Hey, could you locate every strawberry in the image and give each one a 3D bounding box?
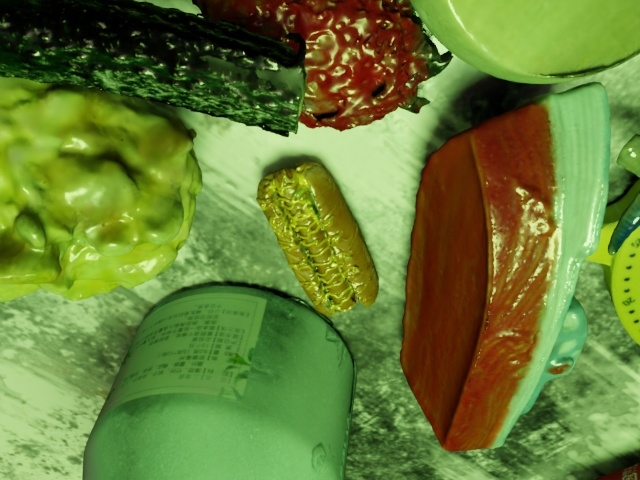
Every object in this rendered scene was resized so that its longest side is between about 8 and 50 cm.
[{"bbox_3d":[-0.003,-0.141,0.437,0.140,0.085,0.192,-25,119,25],"label":"strawberry"}]

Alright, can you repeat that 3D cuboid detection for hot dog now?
[{"bbox_3d":[0.000,0.000,0.567,0.071,0.045,0.165,-14,126,18],"label":"hot dog"}]

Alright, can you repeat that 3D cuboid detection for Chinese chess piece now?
[{"bbox_3d":[0.135,-0.185,0.366,0.189,0.083,0.188,-4,118,-8],"label":"Chinese chess piece"}]

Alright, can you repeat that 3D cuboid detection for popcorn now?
[{"bbox_3d":[-0.186,-0.040,0.472,0.187,0.185,0.167,40,112,17],"label":"popcorn"}]

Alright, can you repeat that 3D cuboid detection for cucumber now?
[{"bbox_3d":[-0.126,-0.117,0.386,0.245,0.067,0.067,14,128,2],"label":"cucumber"}]

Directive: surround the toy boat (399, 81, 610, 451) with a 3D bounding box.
[{"bbox_3d":[0.156,0.028,0.521,0.133,0.145,0.331,-11,131,-13],"label":"toy boat"}]

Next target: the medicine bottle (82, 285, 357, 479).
[{"bbox_3d":[-0.095,0.221,0.594,0.245,0.290,0.244,3,128,4],"label":"medicine bottle"}]

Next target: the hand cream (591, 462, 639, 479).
[{"bbox_3d":[0.373,0.342,0.703,0.125,0.193,0.193,-33,118,28],"label":"hand cream"}]

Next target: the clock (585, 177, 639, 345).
[{"bbox_3d":[0.379,0.015,0.522,0.294,0.071,0.277,27,126,-14],"label":"clock"}]

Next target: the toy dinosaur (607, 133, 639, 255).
[{"bbox_3d":[0.286,-0.045,0.392,0.075,0.188,0.247,-22,142,-29],"label":"toy dinosaur"}]
